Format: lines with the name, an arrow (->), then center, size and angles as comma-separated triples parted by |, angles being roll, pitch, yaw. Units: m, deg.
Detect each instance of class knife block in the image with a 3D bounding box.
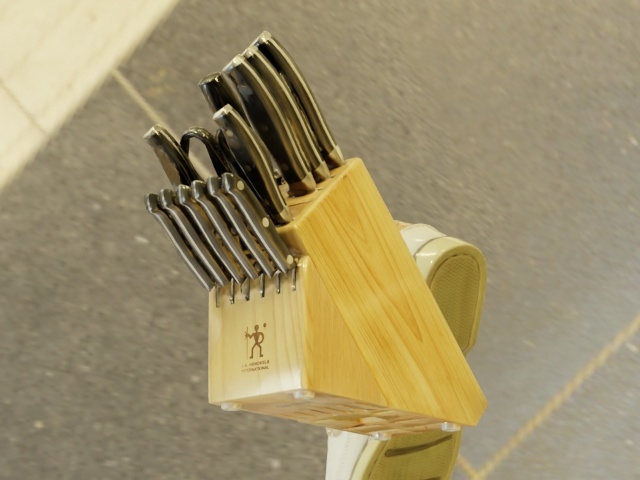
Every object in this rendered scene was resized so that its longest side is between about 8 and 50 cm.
knife block -> 0.000, 0.000, 1.251 | 0.088, 0.276, 0.242 | -11, 71, 39

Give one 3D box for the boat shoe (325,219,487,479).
boat shoe -> 0.056, 0.130, 1.569 | 0.103, 0.113, 0.302 | 26, 105, 44
